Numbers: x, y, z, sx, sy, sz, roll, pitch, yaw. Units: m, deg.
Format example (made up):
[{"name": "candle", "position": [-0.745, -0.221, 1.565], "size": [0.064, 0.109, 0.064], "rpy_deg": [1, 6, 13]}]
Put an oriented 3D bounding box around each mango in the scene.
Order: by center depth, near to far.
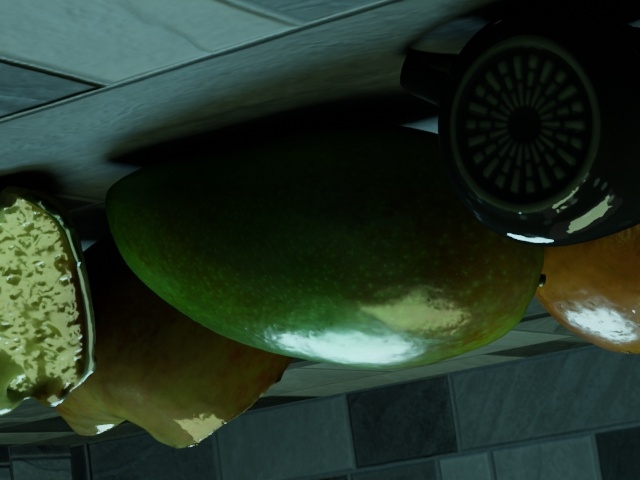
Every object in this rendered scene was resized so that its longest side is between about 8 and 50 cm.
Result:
[{"name": "mango", "position": [0.000, 0.000, 1.524], "size": [0.381, 0.201, 0.225], "rpy_deg": [7, 165, 11]}]

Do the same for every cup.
[{"name": "cup", "position": [0.169, -0.093, 1.300], "size": [0.223, 0.169, 0.176], "rpy_deg": [27, -159, 34]}]

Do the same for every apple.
[{"name": "apple", "position": [-0.168, 0.064, 1.779], "size": [0.293, 0.251, 0.163], "rpy_deg": [0, 135, 44]}]

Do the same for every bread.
[{"name": "bread", "position": [-0.302, 0.034, 1.641], "size": [0.174, 0.133, 0.252], "rpy_deg": [-9, 127, -9]}]

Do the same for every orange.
[{"name": "orange", "position": [0.315, -0.016, 1.594], "size": [0.283, 0.226, 0.284], "rpy_deg": [-13, 172, -2]}]
